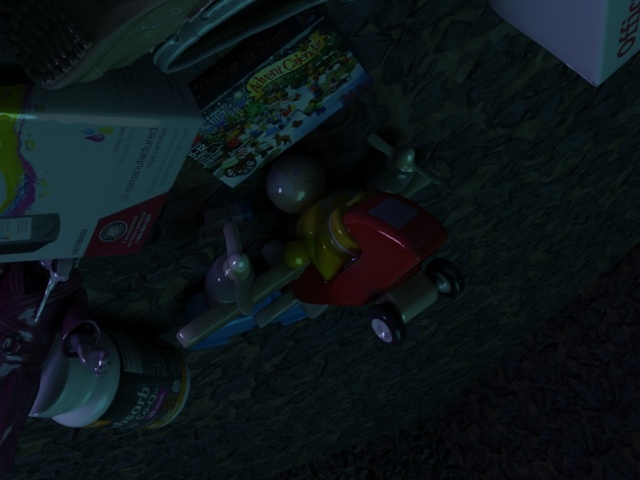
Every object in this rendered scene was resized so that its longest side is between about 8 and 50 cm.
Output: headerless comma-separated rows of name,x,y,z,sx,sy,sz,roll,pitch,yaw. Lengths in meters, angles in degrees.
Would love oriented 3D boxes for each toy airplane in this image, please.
toy airplane,0.000,0.000,1.026,0.384,0.272,0.386,-25,-168,17

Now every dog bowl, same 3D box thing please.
dog bowl,-0.107,0.111,1.244,0.297,0.074,0.166,-15,163,-25

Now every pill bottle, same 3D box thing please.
pill bottle,-0.355,0.226,1.141,0.162,0.162,0.278,-35,153,14

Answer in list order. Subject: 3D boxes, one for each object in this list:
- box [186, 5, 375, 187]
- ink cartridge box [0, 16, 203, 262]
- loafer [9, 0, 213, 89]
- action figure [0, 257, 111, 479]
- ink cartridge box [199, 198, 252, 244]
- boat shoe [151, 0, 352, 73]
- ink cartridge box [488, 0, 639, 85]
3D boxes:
box,-0.065,-0.170,0.841,0.233,0.044,0.159,-35,153,13
ink cartridge box,-0.300,-0.087,0.669,0.306,0.131,0.226,-7,147,-39
loafer,-0.127,-0.212,0.532,0.268,0.102,0.092,-26,-173,26
action figure,-0.388,0.128,0.904,0.370,0.248,0.276,-56,-175,3
ink cartridge box,-0.145,-0.028,1.035,0.083,0.028,0.048,-18,152,-20
boat shoe,-0.016,-0.246,0.650,0.320,0.103,0.118,-19,176,-13
ink cartridge box,0.345,-0.381,0.641,0.395,0.166,0.285,-42,154,2
